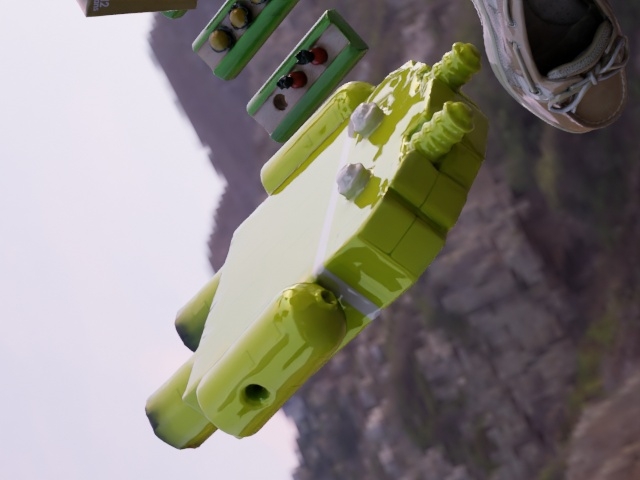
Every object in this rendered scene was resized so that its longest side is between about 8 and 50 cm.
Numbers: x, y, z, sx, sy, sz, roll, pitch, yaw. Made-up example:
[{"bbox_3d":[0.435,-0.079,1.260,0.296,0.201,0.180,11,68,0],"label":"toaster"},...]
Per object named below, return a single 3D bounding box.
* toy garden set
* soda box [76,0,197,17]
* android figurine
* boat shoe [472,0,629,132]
[{"bbox_3d":[-0.056,-0.227,1.394,0.244,0.204,0.049,49,-149,10],"label":"toy garden set"},{"bbox_3d":[-0.083,-0.195,0.839,0.061,0.058,0.181,-123,33,-45],"label":"soda box"},{"bbox_3d":[0.000,0.000,1.020,0.056,0.273,0.248,35,-145,-14],"label":"android figurine"},{"bbox_3d":[0.103,-0.095,0.802,0.048,0.056,0.153,41,168,46],"label":"boat shoe"}]
